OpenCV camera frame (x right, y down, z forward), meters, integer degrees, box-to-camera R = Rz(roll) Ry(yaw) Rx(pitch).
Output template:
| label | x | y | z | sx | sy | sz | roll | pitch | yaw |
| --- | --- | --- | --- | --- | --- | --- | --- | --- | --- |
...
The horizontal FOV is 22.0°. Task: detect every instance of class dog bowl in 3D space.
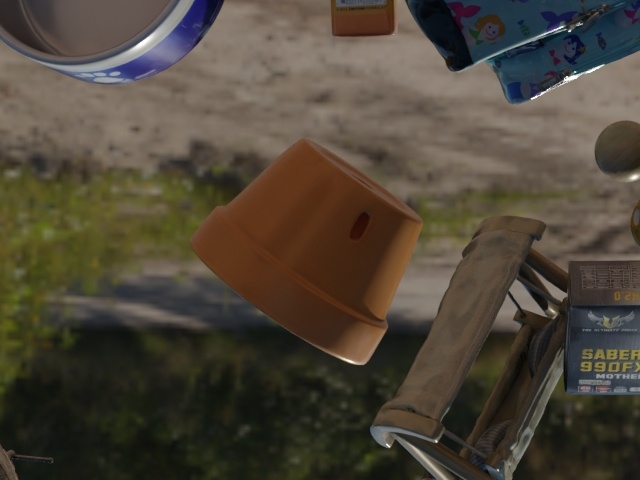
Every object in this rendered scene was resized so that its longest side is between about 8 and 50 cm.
| label | x | y | z | sx | sy | sz | roll | pitch | yaw |
| --- | --- | --- | --- | --- | --- | --- | --- | --- | --- |
| dog bowl | -0.228 | -0.299 | 1.707 | 0.265 | 0.265 | 0.104 | -1 | 172 | 17 |

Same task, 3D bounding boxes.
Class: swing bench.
| label | x | y | z | sx | sy | sz | roll | pitch | yaw |
| --- | --- | --- | --- | --- | --- | --- | --- | --- | --- |
| swing bench | 0.194 | 0.143 | 1.747 | 0.254 | 0.253 | 0.165 | 40 | 161 | -31 |

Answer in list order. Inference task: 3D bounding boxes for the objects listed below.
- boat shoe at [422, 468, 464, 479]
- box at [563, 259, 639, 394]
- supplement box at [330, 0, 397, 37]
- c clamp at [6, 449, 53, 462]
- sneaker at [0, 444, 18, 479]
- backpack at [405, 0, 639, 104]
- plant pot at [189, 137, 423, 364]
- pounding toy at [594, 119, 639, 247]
| label | x | y | z | sx | sy | sz | roll | pitch | yaw |
| --- | --- | --- | --- | --- | --- | --- | --- | --- | --- |
| boat shoe | 0.203 | 0.316 | 2.143 | 0.142 | 0.040 | 0.049 | 9 | 161 | -1 |
| box | 0.363 | 0.089 | 1.659 | 0.231 | 0.056 | 0.183 | -1 | 147 | 6 |
| supplement box | 0.047 | -0.352 | 1.901 | 0.080 | 0.233 | 0.078 | 0 | -173 | 6 |
| c clamp | -0.422 | 0.281 | 1.995 | 0.137 | 0.022 | 0.160 | 1 | -169 | 18 |
| sneaker | -0.425 | 0.240 | 1.853 | 0.088 | 0.225 | 0.093 | -34 | -167 | 9 |
| backpack | 0.203 | -0.246 | 1.335 | 0.253 | 0.191 | 0.225 | -30 | -156 | 23 |
| plant pot | 0.000 | 0.000 | 2.194 | 0.291 | 0.203 | 0.291 | 34 | -174 | -4 |
| pounding toy | 0.305 | -0.034 | 1.302 | 0.110 | 0.237 | 0.183 | 13 | 138 | -46 |
